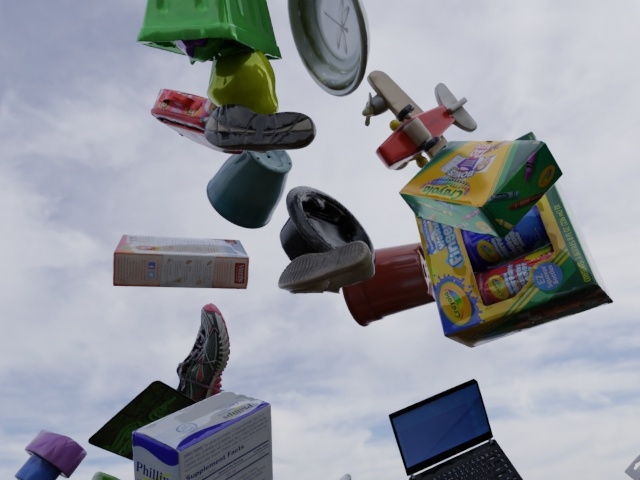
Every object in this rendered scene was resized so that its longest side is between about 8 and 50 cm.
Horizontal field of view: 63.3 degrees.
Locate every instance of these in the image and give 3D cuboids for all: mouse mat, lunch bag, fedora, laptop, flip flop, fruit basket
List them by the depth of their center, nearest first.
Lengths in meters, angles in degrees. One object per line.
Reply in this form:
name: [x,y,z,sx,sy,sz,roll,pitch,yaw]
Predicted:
mouse mat: [-0.367,0.384,1.095,0.189,0.007,0.152,-41,-46,-2]
laptop: [0.313,0.484,1.144,0.234,0.264,0.136,-19,-47,-12]
flip flop: [-0.135,-0.237,1.155,0.277,0.112,0.080,6,-17,19]
fruit basket: [-0.241,-0.449,1.292,0.283,0.392,0.392,4,-29,14]
fedora: [0.000,0.000,1.502,0.334,0.334,0.152,23,-53,-40]
lunch bag: [-0.389,-0.391,1.660,0.293,0.120,0.258,20,-7,30]

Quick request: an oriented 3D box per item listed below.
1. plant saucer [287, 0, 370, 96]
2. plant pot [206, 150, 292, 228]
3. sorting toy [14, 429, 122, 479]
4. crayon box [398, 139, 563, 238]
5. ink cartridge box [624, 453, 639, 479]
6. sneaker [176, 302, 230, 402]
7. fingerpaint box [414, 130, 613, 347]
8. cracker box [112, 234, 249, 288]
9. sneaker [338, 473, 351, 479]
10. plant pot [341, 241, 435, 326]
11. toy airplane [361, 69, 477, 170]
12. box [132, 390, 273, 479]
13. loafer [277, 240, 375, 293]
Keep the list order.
plant saucer: [0.043,-0.633,1.530,0.100,0.400,0.400,-27,-24,-22]
plant pot: [-0.238,-0.225,1.885,0.271,0.272,0.255,14,-46,-31]
sorting toy: [-0.259,0.402,0.671,0.127,0.126,0.365,-18,-60,43]
crayon box: [0.292,-0.108,0.997,0.165,0.278,0.081,-45,-67,-9]
ink cartridge box: [0.553,0.394,0.852,0.048,0.083,0.028,-53,-36,7]
sneaker: [-0.292,0.296,1.271,0.112,0.121,0.299,4,-71,-26]
fingerpaint box: [0.463,0.002,1.344,0.371,0.445,0.163,-27,-36,30]
cracker box: [-0.259,0.039,0.978,0.232,0.067,0.156,2,11,-15]
sneaker: [0.019,0.637,1.287,0.152,0.061,0.054,-52,-3,-2]
plant pot: [0.242,0.131,1.725,0.265,0.272,0.272,-15,-31,25]
toy airplane: [0.308,-0.328,1.632,0.384,0.386,0.272,15,-36,-27]
box: [-0.116,0.245,0.535,0.072,0.137,0.126,4,8,36]
loafer: [0.013,0.082,1.212,0.268,0.102,0.092,-17,-55,37]
